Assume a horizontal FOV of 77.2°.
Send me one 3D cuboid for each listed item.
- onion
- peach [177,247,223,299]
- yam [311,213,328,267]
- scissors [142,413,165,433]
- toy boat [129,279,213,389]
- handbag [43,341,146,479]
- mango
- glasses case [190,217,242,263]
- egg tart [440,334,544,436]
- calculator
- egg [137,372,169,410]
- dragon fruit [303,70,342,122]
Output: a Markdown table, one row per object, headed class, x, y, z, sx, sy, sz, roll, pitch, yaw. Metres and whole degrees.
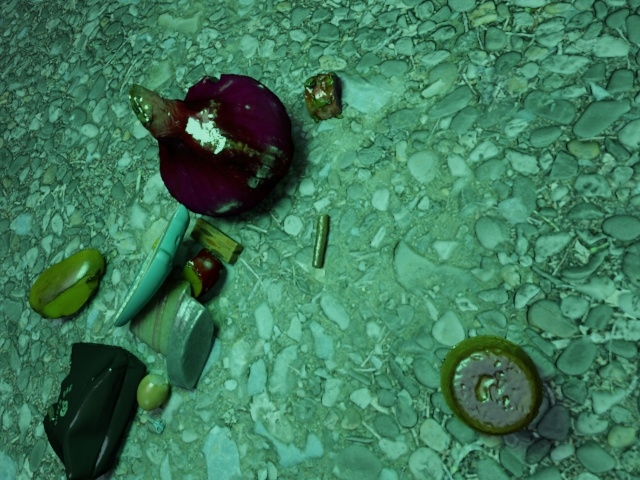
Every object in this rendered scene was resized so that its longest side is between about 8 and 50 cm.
| class | x | y | z | sx | sy | sz | roll | pitch | yaw |
| --- | --- | --- | --- | --- | --- | --- | --- | --- | --- |
| onion | -0.290 | -0.257 | 1.023 | 0.399 | 0.420 | 0.397 | -2 | 85 | 25 |
| peach | -0.335 | 0.105 | 1.104 | 0.093 | 0.127 | 0.172 | 35 | 102 | -5 |
| yam | 0.000 | 0.000 | 1.053 | 0.032 | 0.032 | 0.145 | 3 | 77 | 22 |
| scissors | -0.460 | 0.497 | 1.101 | 0.083 | 0.006 | 0.035 | 18 | 84 | 25 |
| toy boat | -0.409 | 0.230 | 1.079 | 0.294 | 0.111 | 0.275 | 36 | 112 | 20 |
| handbag | -0.661 | 0.446 | 1.127 | 0.288 | 0.152 | 0.341 | 11 | 78 | 36 |
| mango | -0.796 | 0.133 | 1.271 | 0.262 | 0.130 | 0.167 | -37 | 60 | 1 |
| glasses case | -0.302 | 0.000 | 1.164 | 0.170 | 0.041 | 0.064 | 31 | 99 | 25 |
| egg tart | 0.327 | 0.281 | 0.781 | 0.203 | 0.147 | 0.202 | -7 | 72 | 22 |
| calculator | -0.466 | 0.085 | 1.092 | 0.386 | 0.055 | 0.256 | -41 | 30 | 34 |
| egg | -0.455 | 0.411 | 1.084 | 0.080 | 0.080 | 0.096 | 30 | 95 | 26 |
| dragon fruit | 0.007 | -0.422 | 1.134 | 0.102 | 0.096 | 0.147 | -2 | 76 | 17 |
